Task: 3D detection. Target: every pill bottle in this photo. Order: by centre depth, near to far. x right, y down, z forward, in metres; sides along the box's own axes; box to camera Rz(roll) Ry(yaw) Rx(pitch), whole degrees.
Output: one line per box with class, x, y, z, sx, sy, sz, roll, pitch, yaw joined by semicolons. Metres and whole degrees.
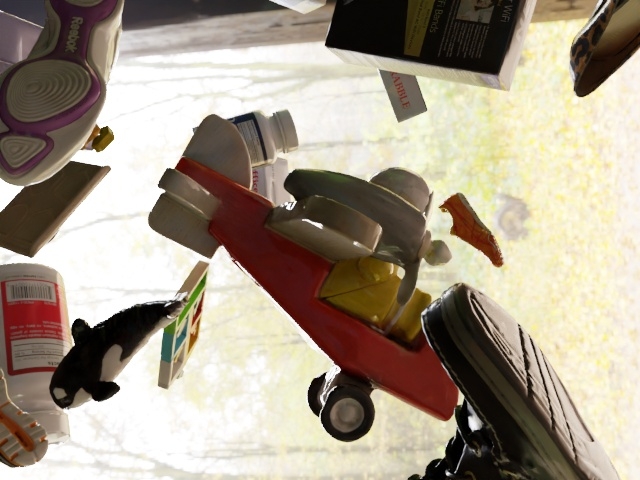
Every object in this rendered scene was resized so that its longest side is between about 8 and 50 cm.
pill bottle;-0.142;-0.187;1.350;0.112;0.187;0.112;163;90;-81
pill bottle;-0.692;0.274;1.645;0.229;0.229;0.407;71;-177;-66

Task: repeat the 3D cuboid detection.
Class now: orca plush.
orca plush;-0.341;0.160;1.108;0.102;0.287;0.151;41;-148;-33

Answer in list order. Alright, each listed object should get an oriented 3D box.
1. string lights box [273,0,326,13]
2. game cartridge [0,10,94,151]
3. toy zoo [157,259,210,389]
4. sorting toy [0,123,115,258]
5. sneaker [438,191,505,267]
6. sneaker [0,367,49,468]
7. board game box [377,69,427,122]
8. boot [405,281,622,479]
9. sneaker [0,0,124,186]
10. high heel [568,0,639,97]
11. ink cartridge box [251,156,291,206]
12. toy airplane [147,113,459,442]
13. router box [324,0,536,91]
string lights box;-0.107;-0.485;1.164;0.077;0.260;0.133;5;85;58
game cartridge;-0.552;-0.293;1.333;0.355;0.068;0.230;1;-93;-68
toy zoo;-0.322;0.213;1.660;0.192;0.030;0.293;-66;-8;-54
sorting toy;-0.473;-0.097;1.303;0.307;0.229;0.041;-56;-48;-25
sneaker;0.289;-0.012;1.349;0.175;0.067;0.064;58;-169;29
sneaker;-0.489;0.251;1.037;0.215;0.083;0.084;52;-134;6
board game box;0.118;-0.423;1.407;0.318;0.066;0.318;-86;-26;-67
boot;0.081;0.151;0.449;0.236;0.179;0.085;52;-156;-22
sneaker;-0.293;-0.176;0.830;0.152;0.114;0.305;116;167;-58
high heel;0.366;-0.253;0.781;0.261;0.093;0.186;-124;54;-83
ink cartridge box;-0.185;-0.083;1.569;0.100;0.237;0.171;5;-101;-57
toy airplane;0.000;0.000;0.806;0.386;0.272;0.384;42;169;42
router box;0.164;-0.369;0.917;0.081;0.243;0.308;10;-83;-64
